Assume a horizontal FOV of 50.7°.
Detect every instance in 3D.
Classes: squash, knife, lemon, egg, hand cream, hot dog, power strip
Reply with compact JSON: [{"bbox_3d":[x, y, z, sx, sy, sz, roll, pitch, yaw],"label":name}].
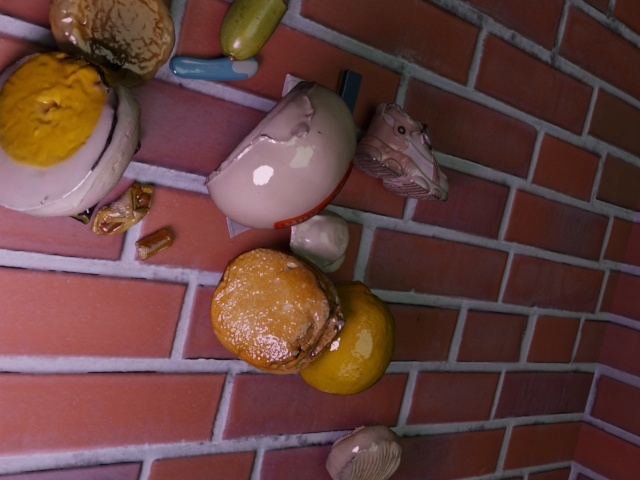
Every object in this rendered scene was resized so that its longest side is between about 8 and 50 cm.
[{"bbox_3d":[-0.161,-0.485,1.528,0.123,0.123,0.187,34,81,-39],"label":"squash"},{"bbox_3d":[-0.241,-0.397,1.543,0.221,0.031,0.064,-10,96,-34],"label":"knife"},{"bbox_3d":[0.061,0.260,1.788,0.297,0.297,0.297,-11,108,-36],"label":"lemon"},{"bbox_3d":[-0.470,-0.178,1.268,0.337,0.337,0.201,-65,153,-6],"label":"egg"},{"bbox_3d":[-0.138,-0.067,1.708,0.216,0.038,0.052,-21,90,-27],"label":"hand cream"},{"bbox_3d":[-0.417,-0.064,1.464,0.169,0.061,0.078,-45,126,-21],"label":"hot dog"},{"bbox_3d":[0.070,-0.386,1.791,0.056,0.032,0.123,12,94,-39],"label":"power strip"}]

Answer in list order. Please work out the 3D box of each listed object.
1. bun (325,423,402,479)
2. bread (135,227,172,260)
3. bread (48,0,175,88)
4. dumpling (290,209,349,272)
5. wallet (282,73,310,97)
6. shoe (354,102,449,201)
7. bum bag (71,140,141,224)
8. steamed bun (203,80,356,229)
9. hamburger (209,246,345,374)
[{"bbox_3d":[0.131,0.641,2.023,0.239,0.141,0.239,-17,131,-20],"label":"bun"},{"bbox_3d":[-0.378,0.008,1.531,0.083,0.036,0.047,-29,110,-28],"label":"bread"},{"bbox_3d":[-0.413,-0.418,1.335,0.244,0.134,0.245,-11,109,-33],"label":"bread"},{"bbox_3d":[0.000,0.000,1.773,0.250,0.132,0.163,16,82,-55],"label":"dumpling"},{"bbox_3d":[-0.040,-0.375,1.713,0.122,0.025,0.061,11,88,-39],"label":"wallet"},{"bbox_3d":[0.254,-0.238,1.887,0.351,0.171,0.198,28,81,-41],"label":"shoe"},{"bbox_3d":[-0.465,-0.151,1.404,0.106,0.060,0.233,37,78,-33],"label":"bum bag"},{"bbox_3d":[-0.067,-0.169,1.507,0.241,0.374,0.374,45,72,-13],"label":"steamed bun"},{"bbox_3d":[-0.102,0.169,1.629,0.290,0.314,0.170,-56,165,-6],"label":"hamburger"}]
